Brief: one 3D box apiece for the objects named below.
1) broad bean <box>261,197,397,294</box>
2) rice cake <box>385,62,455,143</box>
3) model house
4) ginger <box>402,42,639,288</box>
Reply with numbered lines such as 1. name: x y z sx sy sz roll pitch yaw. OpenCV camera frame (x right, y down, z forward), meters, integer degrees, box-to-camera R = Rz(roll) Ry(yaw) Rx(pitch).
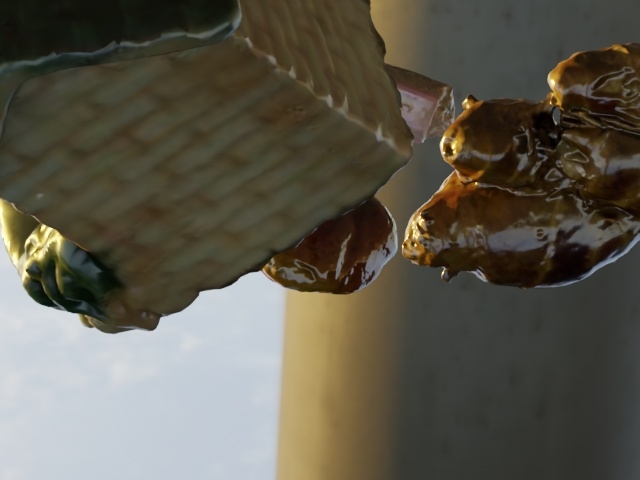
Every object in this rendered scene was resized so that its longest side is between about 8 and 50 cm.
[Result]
1. broad bean: 0.000 0.003 2.267 0.228 0.156 0.122 -19 164 -42
2. rice cake: -0.017 -0.197 2.016 0.365 0.073 0.056 22 -147 5
3. model house: -0.200 -0.216 1.239 0.395 0.445 0.400 -27 149 18
4. ginger: 0.252 -0.065 1.787 0.357 0.152 0.274 -28 151 18
